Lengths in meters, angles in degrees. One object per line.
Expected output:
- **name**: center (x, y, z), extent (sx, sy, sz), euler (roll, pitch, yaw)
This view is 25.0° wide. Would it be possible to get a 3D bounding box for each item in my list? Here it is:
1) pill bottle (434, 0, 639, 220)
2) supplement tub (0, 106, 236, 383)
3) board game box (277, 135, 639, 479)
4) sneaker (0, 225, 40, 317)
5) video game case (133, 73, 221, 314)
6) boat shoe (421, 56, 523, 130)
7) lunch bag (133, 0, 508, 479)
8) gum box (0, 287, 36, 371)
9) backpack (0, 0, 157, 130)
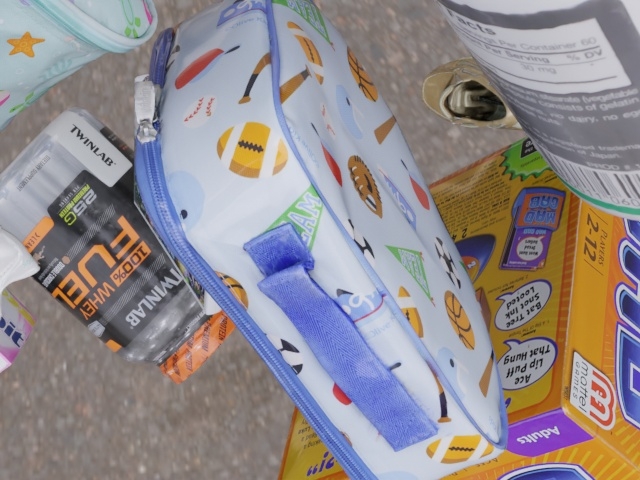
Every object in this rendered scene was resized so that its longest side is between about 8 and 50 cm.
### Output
- **pill bottle**: center (0.160, -0.176, 0.817), extent (0.204, 0.204, 0.361), euler (-36, 141, 7)
- **supplement tub**: center (-0.252, 0.011, 1.825), extent (0.338, 0.207, 0.207), euler (42, 102, -5)
- **board game box**: center (0.226, 0.158, 1.456), extent (0.356, 0.356, 0.356), euler (-26, 127, 39)
- **sneaker**: center (-0.368, 0.080, 1.440), extent (0.094, 0.080, 0.212), euler (40, 100, -16)
- **video game case**: center (-0.144, -0.047, 1.465), extent (0.022, 0.190, 0.173), euler (-17, 138, -24)
- **boat shoe**: center (0.140, -0.136, 1.349), extent (0.072, 0.190, 0.068), euler (-10, 101, -28)
- **lunch bag**: center (0.000, 0.000, 0.856), extent (0.115, 0.243, 0.303), euler (-27, 123, 16)
- **gum box**: center (-0.449, 0.084, 1.819), extent (0.062, 0.107, 0.188), euler (-34, 108, 24)
- **backpack**: center (-0.174, -0.187, 0.680), extent (0.191, 0.253, 0.225), euler (-24, 155, 14)
